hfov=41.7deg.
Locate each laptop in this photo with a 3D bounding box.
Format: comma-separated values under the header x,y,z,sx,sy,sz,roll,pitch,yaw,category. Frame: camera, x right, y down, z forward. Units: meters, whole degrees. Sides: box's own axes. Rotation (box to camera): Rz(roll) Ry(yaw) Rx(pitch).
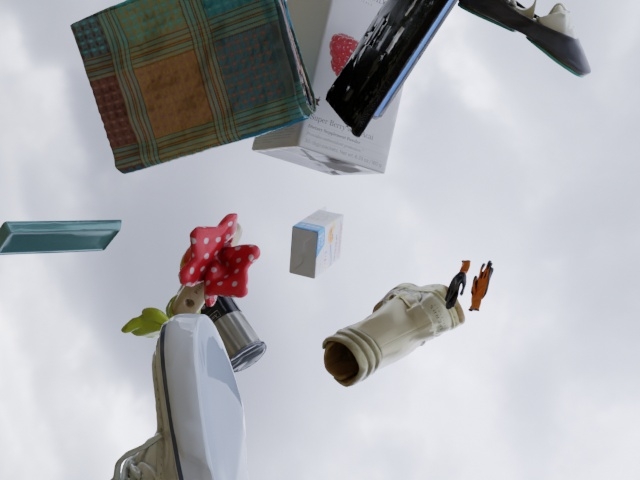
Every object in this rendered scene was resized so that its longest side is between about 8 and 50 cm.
x,y,z,sx,sy,sz,roll,pitch,yaw,category
0.126,-0.250,1.138,0.234,0.137,0.264,-57,-155,15,laptop

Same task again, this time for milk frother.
x,y,z,sx,sy,sz,roll,pitch,yaw,category
-0.158,0.176,1.549,0.129,0.143,0.134,-52,-121,28,milk frother

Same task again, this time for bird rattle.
x,y,z,sx,sy,sz,roll,pitch,yaw,category
-0.168,0.045,1.163,0.207,0.143,0.253,-78,-169,-57,bird rattle

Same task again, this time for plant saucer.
x,y,z,sx,sy,sz,roll,pitch,yaw,category
-0.376,-0.004,1.208,0.067,0.192,0.018,-45,-117,32,plant saucer

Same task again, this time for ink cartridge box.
x,y,z,sx,sy,sz,roll,pitch,yaw,category
0.000,0.000,1.774,0.062,0.181,0.104,12,-69,19,ink cartridge box

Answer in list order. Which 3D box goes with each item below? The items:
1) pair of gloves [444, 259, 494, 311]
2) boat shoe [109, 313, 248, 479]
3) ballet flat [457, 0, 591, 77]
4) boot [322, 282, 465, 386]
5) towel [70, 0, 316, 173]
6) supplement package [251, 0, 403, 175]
x,y,z,sx,sy,sz,roll,pitch,yaw,category
0.198,0.059,1.124,0.083,0.010,0.074,-4,-118,63,pair of gloves
-0.151,0.253,0.820,0.136,0.157,0.366,-66,149,-74,boat shoe
0.277,-0.289,1.094,0.203,0.074,0.074,32,-45,5,ballet flat
0.088,0.151,1.332,0.095,0.204,0.262,64,-20,-3,boot
-0.207,-0.274,1.331,0.370,0.040,0.271,-14,-83,21,towel
0.025,-0.273,1.429,0.175,0.178,0.292,6,-97,60,supplement package
